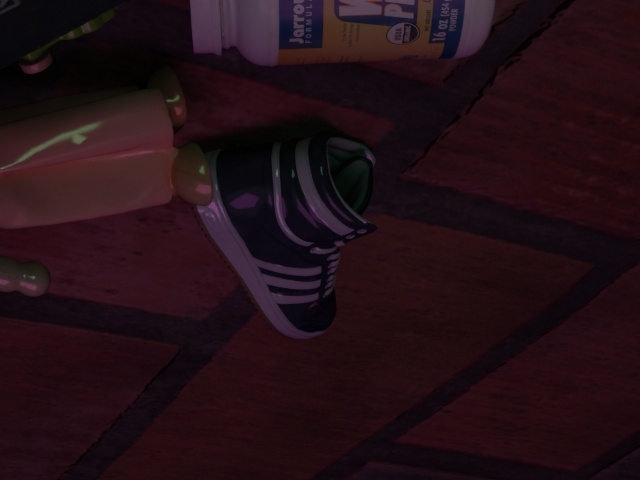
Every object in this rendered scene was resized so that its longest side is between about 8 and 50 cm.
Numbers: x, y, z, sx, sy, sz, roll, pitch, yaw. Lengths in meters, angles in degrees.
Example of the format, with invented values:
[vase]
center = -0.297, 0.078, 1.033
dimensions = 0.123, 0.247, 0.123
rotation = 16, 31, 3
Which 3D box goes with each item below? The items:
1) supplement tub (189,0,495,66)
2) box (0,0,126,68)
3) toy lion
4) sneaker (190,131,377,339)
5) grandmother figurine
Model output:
[supplement tub]
center = 0.010, -0.192, 0.927
dimensions = 0.200, 0.144, 0.144
rotation = -3, 148, -4
[box]
center = -0.328, -0.237, 0.444
dimensions = 0.472, 0.297, 0.480
rotation = -31, 145, -4
[toy lion]
center = -0.202, -0.166, 1.005
dimensions = 0.100, 0.096, 0.034
rotation = 19, 141, 38
[sneaker]
center = 0.000, 0.000, 1.278
dimensions = 0.153, 0.099, 0.282
rotation = -14, 144, 16
[grandmother figurine]
center = -0.267, -0.055, 1.050
dimensions = 0.342, 0.207, 0.104
rotation = -16, 160, -24
